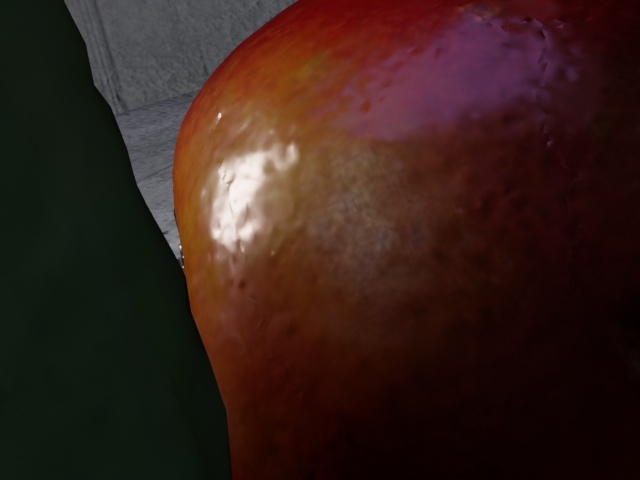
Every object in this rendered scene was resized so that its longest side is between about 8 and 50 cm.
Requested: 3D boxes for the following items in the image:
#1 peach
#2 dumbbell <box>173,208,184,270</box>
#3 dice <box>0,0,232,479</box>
[{"bbox_3d":[0.071,0.011,0.550,0.243,0.199,0.243,-7,18,2],"label":"peach"},{"bbox_3d":[0.000,0.000,0.979,0.208,0.099,0.099,-15,10,-4],"label":"dumbbell"},{"bbox_3d":[-0.227,0.060,0.376,0.318,0.330,0.322,-14,10,32],"label":"dice"}]
